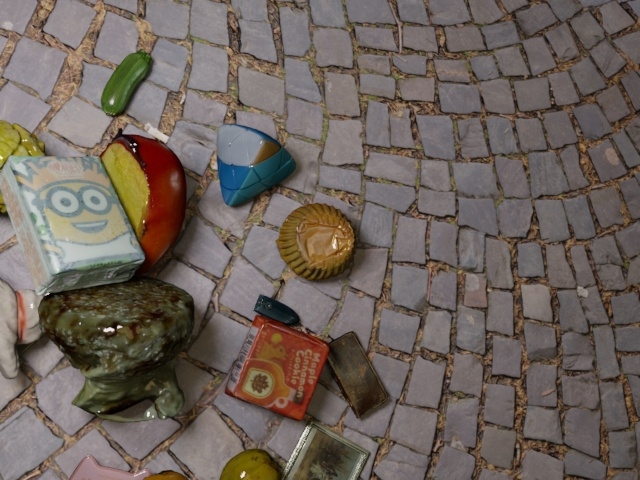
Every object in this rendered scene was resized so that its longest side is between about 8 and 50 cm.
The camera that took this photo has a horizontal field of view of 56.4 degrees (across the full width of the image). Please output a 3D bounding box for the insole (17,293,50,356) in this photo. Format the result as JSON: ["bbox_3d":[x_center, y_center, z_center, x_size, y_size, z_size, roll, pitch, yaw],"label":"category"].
[{"bbox_3d":[-0.725,0.192,1.531,0.119,0.009,0.348,46,71,-6],"label":"insole"}]

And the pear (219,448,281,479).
[{"bbox_3d":[-0.182,0.623,1.552,0.162,0.149,0.148,-36,92,-23],"label":"pear"}]

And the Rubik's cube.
[{"bbox_3d":[-0.154,-0.228,1.669,0.255,0.254,0.254,3,80,-17],"label":"Rubik's cube"}]

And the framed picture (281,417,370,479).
[{"bbox_3d":[-0.002,0.668,1.667,0.217,0.017,0.274,31,73,-11],"label":"framed picture"}]

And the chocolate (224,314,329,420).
[{"bbox_3d":[-0.109,0.351,1.630,0.235,0.108,0.237,24,79,-10],"label":"chocolate"}]

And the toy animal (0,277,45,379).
[{"bbox_3d":[-0.794,0.136,1.445,0.188,0.308,0.266,-41,137,-32],"label":"toy animal"}]

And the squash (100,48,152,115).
[{"bbox_3d":[-0.545,-0.442,1.664,0.077,0.068,0.219,27,74,5],"label":"squash"}]

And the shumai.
[{"bbox_3d":[-0.493,0.272,1.448,0.396,0.395,0.347,7,105,-16],"label":"shumai"}]

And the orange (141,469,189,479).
[{"bbox_3d":[-0.384,0.649,1.482,0.160,0.112,0.169,60,33,-33],"label":"orange"}]

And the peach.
[{"bbox_3d":[-0.442,-0.095,1.542,0.201,0.258,0.361,-9,87,-53],"label":"peach"}]

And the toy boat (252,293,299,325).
[{"bbox_3d":[-0.119,0.203,1.691,0.141,0.060,0.055,27,73,-18],"label":"toy boat"}]

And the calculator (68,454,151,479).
[{"bbox_3d":[-0.556,0.710,1.478,0.220,0.048,0.329,20,78,-14],"label":"calculator"}]

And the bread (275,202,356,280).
[{"bbox_3d":[0.001,0.000,1.718,0.240,0.139,0.239,3,80,-20],"label":"bread"}]

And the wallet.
[{"bbox_3d":[0.098,0.388,1.736,0.122,0.031,0.232,-27,88,-18],"label":"wallet"}]

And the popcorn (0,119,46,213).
[{"bbox_3d":[-0.791,-0.194,1.478,0.212,0.259,0.259,-11,84,-33],"label":"popcorn"}]

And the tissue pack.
[{"bbox_3d":[-0.575,-0.046,1.380,0.228,0.128,0.310,-8,65,-51],"label":"tissue pack"}]
